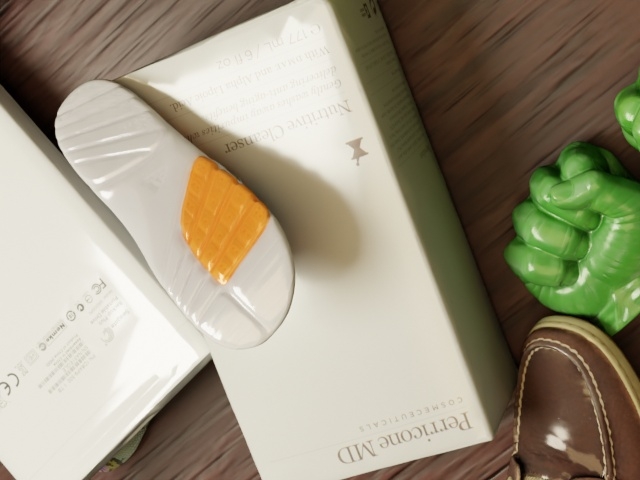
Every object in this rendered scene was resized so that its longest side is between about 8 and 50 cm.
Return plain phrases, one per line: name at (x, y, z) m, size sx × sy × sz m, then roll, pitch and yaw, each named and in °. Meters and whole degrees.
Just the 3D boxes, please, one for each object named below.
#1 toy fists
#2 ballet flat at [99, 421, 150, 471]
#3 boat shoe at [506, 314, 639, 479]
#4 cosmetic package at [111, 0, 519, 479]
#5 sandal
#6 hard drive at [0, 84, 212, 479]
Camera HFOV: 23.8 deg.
toy fists at (0.269, -0.050, 1.242) m, size 0.142 × 0.096 × 0.279 m, roll 44°, pitch 111°, yaw 2°
ballet flat at (-0.180, 0.130, 1.406) m, size 0.077 × 0.079 × 0.221 m, roll 32°, pitch 109°, yaw 4°
boat shoe at (0.211, 0.236, 1.285) m, size 0.123 × 0.123 × 0.342 m, roll 9°, pitch 115°, yaw 39°
cosmetic package at (0.000, 0.000, 1.288) m, size 0.217 × 0.156 × 0.385 m, roll -20°, pitch 97°, yaw 19°
sandal at (-0.103, -0.027, 1.197) m, size 0.102 × 0.076 × 0.265 m, roll -44°, pitch 69°, yaw 6°
hard drive at (-0.279, 0.038, 1.364) m, size 0.233 × 0.047 × 0.353 m, roll -45°, pitch 81°, yaw 19°
